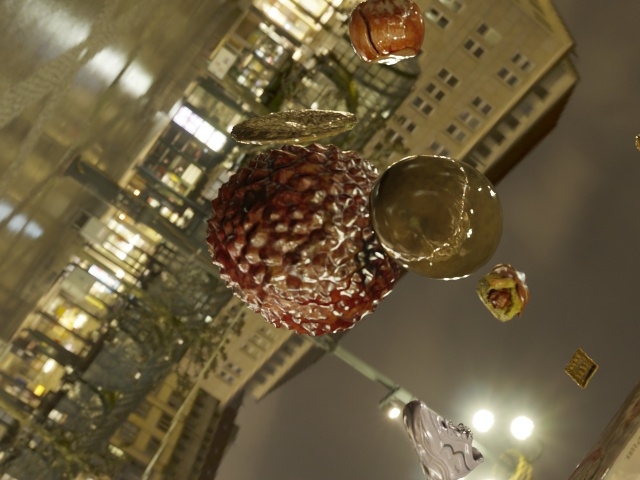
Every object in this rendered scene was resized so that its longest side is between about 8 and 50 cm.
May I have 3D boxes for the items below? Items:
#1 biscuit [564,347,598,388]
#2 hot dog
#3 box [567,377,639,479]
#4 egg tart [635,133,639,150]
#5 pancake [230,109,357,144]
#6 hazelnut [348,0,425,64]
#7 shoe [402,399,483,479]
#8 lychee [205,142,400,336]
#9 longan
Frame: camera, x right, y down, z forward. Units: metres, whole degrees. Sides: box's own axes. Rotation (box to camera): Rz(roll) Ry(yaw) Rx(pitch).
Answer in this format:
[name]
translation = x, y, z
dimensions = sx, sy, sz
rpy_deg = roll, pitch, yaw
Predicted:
[biscuit]
translation = 0.718, 0.352, 2.037
dimensions = 0.081, 0.018, 0.083
rpy_deg = 50, -54, 48
[hot dog]
translation = 0.500, 0.128, 1.973
dimensions = 0.103, 0.146, 0.213
rpy_deg = -42, 177, 36
[box]
translation = 0.517, 0.295, 1.181
dimensions = 0.353, 0.069, 0.214
rpy_deg = -48, 165, -18
[egg tart]
translation = 0.761, -0.186, 1.555
dimensions = 0.191, 0.191, 0.074
rpy_deg = -79, -165, -64
[pancake]
translation = -0.040, -0.171, 1.099
dimensions = 0.199, 0.199, 0.021
rpy_deg = -87, 173, -69
[hazelnut]
translation = 0.135, -0.431, 1.509
dimensions = 0.154, 0.143, 0.143
rpy_deg = -11, -160, 5
[shoe]
translation = 0.266, 0.429, 1.596
dimensions = 0.137, 0.245, 0.095
rpy_deg = -26, -153, -6
[lychee]
translation = 0.000, 0.000, 1.615
dimensions = 0.424, 0.500, 0.424
rpy_deg = -165, -90, -84
[longan]
translation = 0.156, -0.033, 1.011
dimensions = 0.167, 0.187, 0.167
rpy_deg = -57, -167, 21
